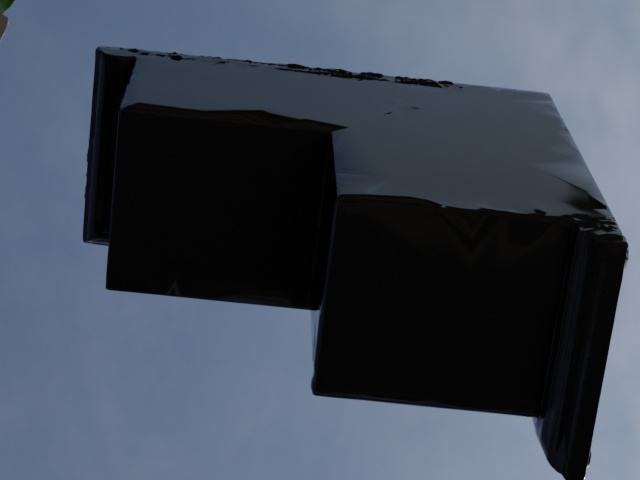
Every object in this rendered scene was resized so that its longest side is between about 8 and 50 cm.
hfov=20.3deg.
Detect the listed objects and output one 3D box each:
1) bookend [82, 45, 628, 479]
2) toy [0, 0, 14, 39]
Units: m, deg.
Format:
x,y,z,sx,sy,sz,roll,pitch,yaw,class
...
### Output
x,y,z,sx,sy,sz,roll,pitch,yaw,class
0.000,0.000,0.547,0.156,0.072,0.157,6,-161,-4,bookend
-0.246,-0.176,0.841,0.237,0.056,0.137,27,-104,-21,toy
